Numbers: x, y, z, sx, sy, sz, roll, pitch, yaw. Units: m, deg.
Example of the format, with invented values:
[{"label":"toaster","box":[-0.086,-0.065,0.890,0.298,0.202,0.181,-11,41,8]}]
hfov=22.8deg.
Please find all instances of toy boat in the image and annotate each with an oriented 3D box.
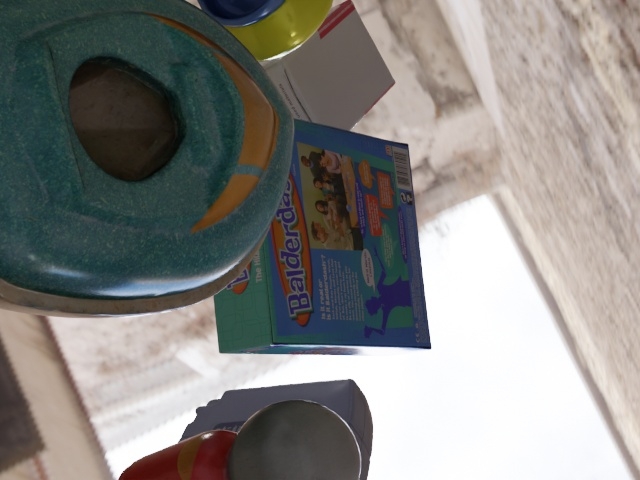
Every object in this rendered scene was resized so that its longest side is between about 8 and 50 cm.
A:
[{"label":"toy boat","box":[-0.079,0.005,0.840,0.148,0.267,0.318,-19,-93,38]}]

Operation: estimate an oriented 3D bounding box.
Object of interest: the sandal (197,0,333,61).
[{"label":"sandal","box":[-0.084,-0.284,1.092,0.126,0.138,0.317,-29,-114,16]}]

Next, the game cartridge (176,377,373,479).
[{"label":"game cartridge","box":[-0.066,0.238,1.347,0.196,0.060,0.294,-12,-146,34]}]

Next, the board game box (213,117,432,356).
[{"label":"board game box","box":[0.000,0.000,1.114,0.047,0.210,0.160,-11,-101,32]}]

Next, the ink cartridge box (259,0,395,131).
[{"label":"ink cartridge box","box":[-0.065,-0.106,1.387,0.218,0.158,0.092,-21,-74,33]}]
